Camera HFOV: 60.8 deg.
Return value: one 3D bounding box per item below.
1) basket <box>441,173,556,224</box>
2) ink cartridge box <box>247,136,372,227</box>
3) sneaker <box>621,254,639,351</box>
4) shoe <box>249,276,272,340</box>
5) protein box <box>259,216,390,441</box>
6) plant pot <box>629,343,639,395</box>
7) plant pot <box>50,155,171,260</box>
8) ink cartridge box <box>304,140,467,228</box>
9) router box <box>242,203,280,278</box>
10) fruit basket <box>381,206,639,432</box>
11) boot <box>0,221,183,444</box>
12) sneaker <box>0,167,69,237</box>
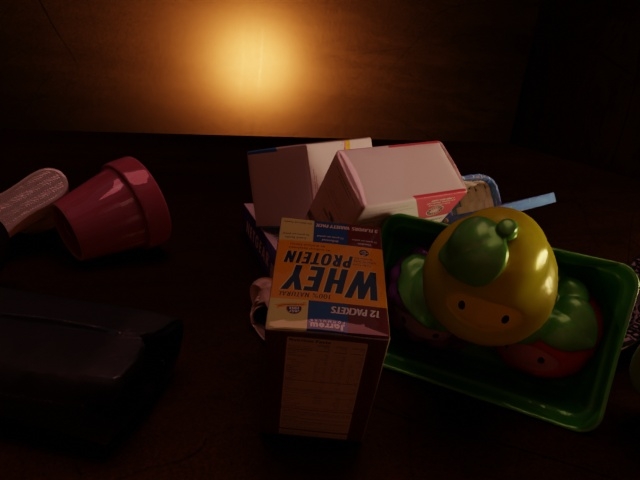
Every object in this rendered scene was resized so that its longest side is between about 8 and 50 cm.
[{"bbox_3d":[0.390,-0.065,1.336,0.255,0.201,0.289,-11,-5,-37],"label":"basket"},{"bbox_3d":[-0.010,-0.128,1.186,0.171,0.168,0.232,1,12,39],"label":"ink cartridge box"},{"bbox_3d":[0.569,0.153,1.015,0.283,0.124,0.107,-33,43,-23],"label":"sneaker"},{"bbox_3d":[-0.081,0.123,0.909,0.058,0.076,0.219,1,22,-29],"label":"shoe"},{"bbox_3d":[0.001,0.113,0.708,0.136,0.201,0.200,6,39,-2],"label":"protein box"},{"bbox_3d":[0.568,0.211,0.670,0.263,0.263,0.229,3,37,-10],"label":"plant pot"},{"bbox_3d":[-0.442,-0.052,1.136,0.180,0.201,0.201,-31,39,-34],"label":"plant pot"},{"bbox_3d":[0.094,-0.039,0.977,0.207,0.283,0.117,-11,63,-25],"label":"ink cartridge box"},{"bbox_3d":[0.000,0.000,1.258,0.301,0.082,0.335,-1,21,-19],"label":"router box"},{"bbox_3d":[0.237,0.094,0.778,0.392,0.283,0.392,12,6,-1],"label":"fruit basket"},{"bbox_3d":[-0.408,0.093,0.779,0.445,0.146,0.367,5,30,8],"label":"boot"},{"bbox_3d":[-0.656,-0.029,1.134,0.292,0.108,0.169,-33,-3,-24],"label":"sneaker"}]
